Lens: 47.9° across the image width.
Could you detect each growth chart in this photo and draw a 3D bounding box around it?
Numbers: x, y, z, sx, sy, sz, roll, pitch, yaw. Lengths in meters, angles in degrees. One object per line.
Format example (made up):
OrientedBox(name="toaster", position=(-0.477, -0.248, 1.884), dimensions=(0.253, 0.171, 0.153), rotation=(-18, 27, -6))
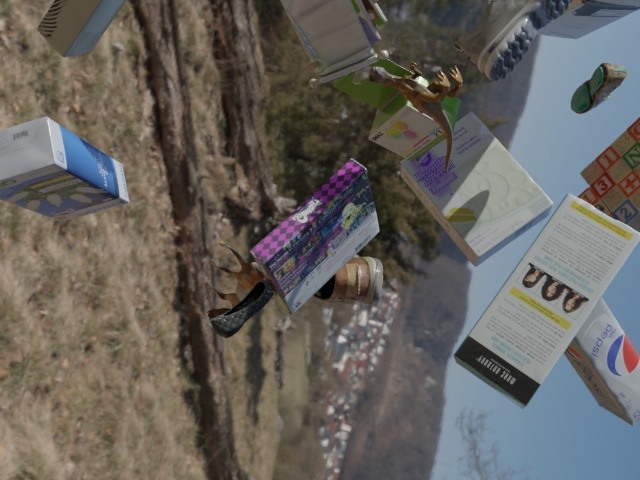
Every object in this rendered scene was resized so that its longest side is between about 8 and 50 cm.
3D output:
OrientedBox(name="growth chart", position=(0.022, -0.376, 1.185), dimensions=(0.021, 0.172, 0.237), rotation=(-82, 154, -52))

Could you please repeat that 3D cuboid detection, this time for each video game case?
OrientedBox(name="video game case", position=(0.000, 0.000, 1.233), dimensions=(0.232, 0.042, 0.210), rotation=(-43, 153, -12))

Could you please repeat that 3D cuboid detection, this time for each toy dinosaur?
OrientedBox(name="toy dinosaur", position=(0.167, -0.211, 1.101), dimensions=(0.112, 0.211, 0.064), rotation=(-31, -154, 44))

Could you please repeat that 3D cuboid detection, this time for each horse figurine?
OrientedBox(name="horse figurine", position=(-0.215, 0.122, 1.872), dimensions=(0.066, 0.174, 0.263), rotation=(-45, 161, -50))

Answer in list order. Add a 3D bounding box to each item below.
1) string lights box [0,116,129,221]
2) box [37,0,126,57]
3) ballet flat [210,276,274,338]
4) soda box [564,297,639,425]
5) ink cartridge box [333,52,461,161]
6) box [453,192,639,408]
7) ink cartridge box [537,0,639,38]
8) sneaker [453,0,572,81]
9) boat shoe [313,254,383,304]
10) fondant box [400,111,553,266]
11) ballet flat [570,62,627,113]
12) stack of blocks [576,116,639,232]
OrientedBox(name="string lights box", position=(-0.417, -0.103, 1.129), dimensions=(0.259, 0.133, 0.076), rotation=(47, 28, -78))
OrientedBox(name="box", position=(-0.515, -0.546, 1.627), dimensions=(0.275, 0.094, 0.113), rotation=(-42, -178, 29))
OrientedBox(name="ballet flat", position=(-0.142, 0.120, 1.413), dimensions=(0.173, 0.049, 0.057), rotation=(-46, -157, -24))
OrientedBox(name="soda box", position=(0.531, 0.215, 1.369), dimensions=(0.091, 0.286, 0.098), rotation=(-41, -159, -7))
OrientedBox(name="ink cartridge box", position=(0.165, -0.310, 1.682), dimensions=(0.189, 0.255, 0.097), rotation=(-34, -145, 60))
OrientedBox(name="box", position=(0.270, 0.072, 0.862), dimensions=(0.244, 0.100, 0.060), rotation=(-53, 160, -6))
OrientedBox(name="ink cartridge box", position=(0.644, -0.663, 1.643), dimensions=(0.395, 0.166, 0.285), rotation=(171, -81, -71))
OrientedBox(name="sneaker", position=(0.341, -0.412, 1.232), dimensions=(0.281, 0.115, 0.105), rotation=(-48, 152, -4))
OrientedBox(name="boat shoe", position=(0.029, 0.081, 1.574), dimensions=(0.324, 0.117, 0.123), rotation=(160, -69, -71))
OrientedBox(name="fondant box", position=(0.397, -0.134, 1.869), dimensions=(0.238, 0.330, 0.096), rotation=(-35, 160, -3))
OrientedBox(name="ballet flat", position=(0.630, -0.338, 1.625), dimensions=(0.206, 0.067, 0.073), rotation=(94, -8, -82))
OrientedBox(name="stack of blocks", position=(0.617, -0.087, 1.491), dimensions=(0.297, 0.087, 0.171), rotation=(-49, -139, 28))
